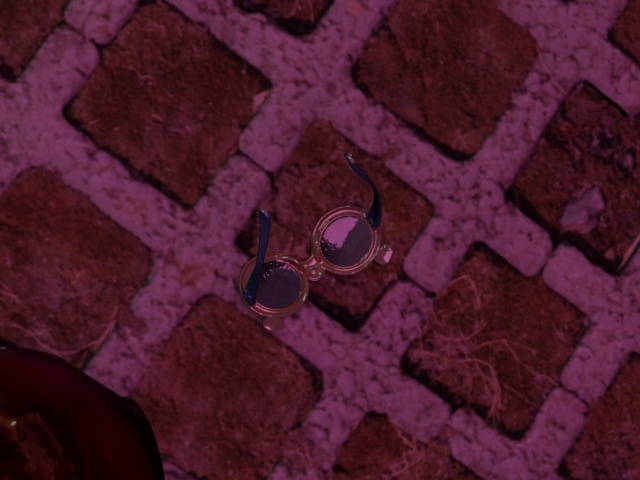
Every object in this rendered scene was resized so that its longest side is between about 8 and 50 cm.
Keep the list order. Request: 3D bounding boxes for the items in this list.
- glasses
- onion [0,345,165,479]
[{"bbox_3d":[-0.017,-0.021,1.979,0.190,0.220,0.088,-32,57,-15],"label":"glasses"},{"bbox_3d":[-0.394,0.294,1.804,0.398,0.420,0.398,-27,121,-57],"label":"onion"}]
